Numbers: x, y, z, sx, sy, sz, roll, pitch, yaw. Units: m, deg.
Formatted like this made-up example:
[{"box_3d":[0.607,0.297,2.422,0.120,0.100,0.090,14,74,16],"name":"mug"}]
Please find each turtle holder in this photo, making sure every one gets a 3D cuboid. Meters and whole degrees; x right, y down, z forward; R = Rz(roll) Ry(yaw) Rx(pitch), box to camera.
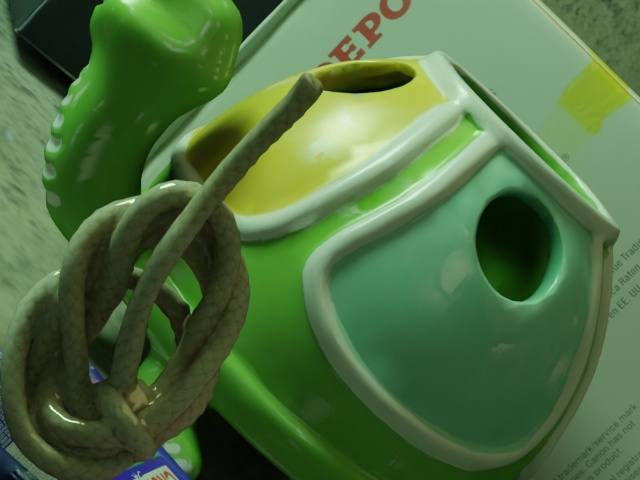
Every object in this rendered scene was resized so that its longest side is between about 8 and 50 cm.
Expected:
[{"box_3d":[0.007,0.002,0.947,0.320,0.227,0.243,46,12,3],"name":"turtle holder"}]

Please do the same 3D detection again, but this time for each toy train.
[{"box_3d":[-0.054,0.081,0.411,0.105,0.248,0.143,38,2,15],"name":"toy train"}]

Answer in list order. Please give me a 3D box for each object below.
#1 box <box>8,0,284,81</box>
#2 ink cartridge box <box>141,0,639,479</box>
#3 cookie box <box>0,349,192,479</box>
[{"box_3d":[-0.084,-0.178,1.378,0.294,0.183,0.296,40,10,-26],"name":"box"},{"box_3d":[0.105,0.006,1.143,0.385,0.279,0.160,46,11,3],"name":"ink cartridge box"},{"box_3d":[-0.096,0.095,0.726,0.107,0.040,0.092,48,11,13],"name":"cookie box"}]
